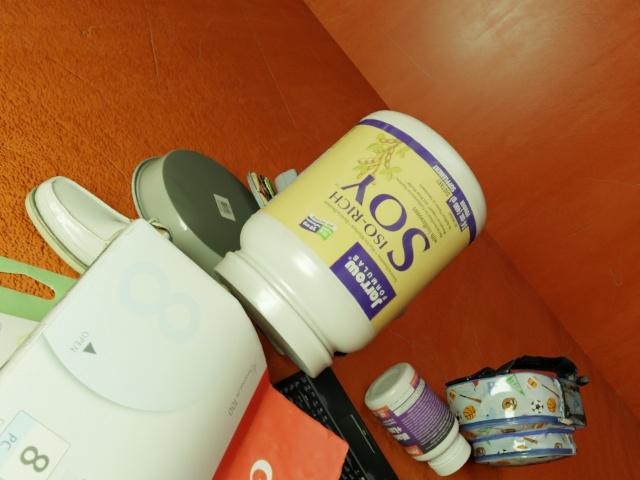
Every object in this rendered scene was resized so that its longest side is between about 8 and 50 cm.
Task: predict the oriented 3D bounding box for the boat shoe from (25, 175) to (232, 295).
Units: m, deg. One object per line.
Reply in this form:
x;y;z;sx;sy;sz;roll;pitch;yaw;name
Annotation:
-0.240;0.017;0.868;0.302;0.103;0.113;44;24;-17;boat shoe

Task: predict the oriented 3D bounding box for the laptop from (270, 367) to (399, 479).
0.028;0.279;0.930;0.264;0.136;0.234;-14;68;-53;laptop

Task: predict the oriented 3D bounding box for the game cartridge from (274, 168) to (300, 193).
0.000;0.000;1.283;0.198;0.062;0.297;65;6;36;game cartridge

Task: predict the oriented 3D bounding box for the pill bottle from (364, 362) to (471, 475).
0.179;0.324;1.179;0.193;0.108;0.108;49;24;-5;pill bottle

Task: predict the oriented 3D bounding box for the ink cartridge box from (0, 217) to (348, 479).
-0.124;0.209;0.640;0.385;0.091;0.308;42;42;-15;ink cartridge box

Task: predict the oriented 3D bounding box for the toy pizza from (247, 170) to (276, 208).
-0.078;-0.050;1.261;0.201;0.032;0.201;60;4;-7;toy pizza

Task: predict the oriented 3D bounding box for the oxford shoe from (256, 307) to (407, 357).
0.034;0.142;1.164;0.397;0.140;0.146;4;55;-46;oxford shoe

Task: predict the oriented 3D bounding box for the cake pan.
-0.183;-0.041;1.116;0.293;0.054;0.293;41;25;-24;cake pan

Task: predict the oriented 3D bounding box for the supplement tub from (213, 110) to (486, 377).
0.041;0.004;0.922;0.241;0.331;0.241;44;-13;13;supplement tub

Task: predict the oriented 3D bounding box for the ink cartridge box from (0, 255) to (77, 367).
-0.303;0.104;0.698;0.171;0.056;0.235;27;36;-43;ink cartridge box

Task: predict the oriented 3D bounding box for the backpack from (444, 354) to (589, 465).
0.390;0.361;1.361;0.263;0.276;0.213;27;47;-38;backpack
